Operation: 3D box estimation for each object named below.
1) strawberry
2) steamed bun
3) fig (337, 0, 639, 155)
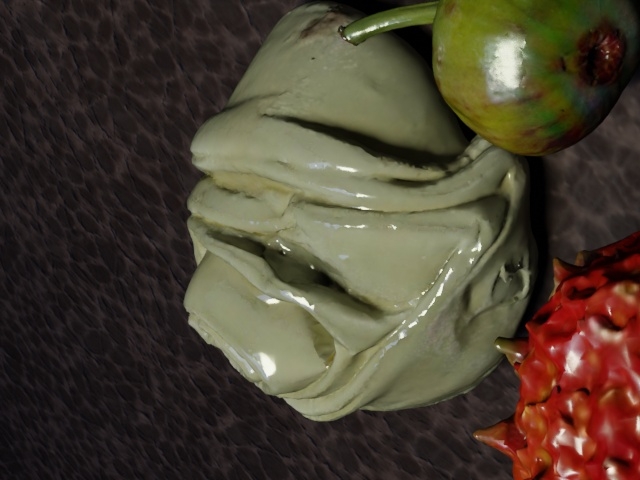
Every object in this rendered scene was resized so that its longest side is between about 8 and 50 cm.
[{"bbox_3d":[0.279,0.116,0.798,0.343,0.292,0.292,-1,119,56],"label":"strawberry"},{"bbox_3d":[0.007,0.007,1.099,0.310,0.219,0.324,42,145,18],"label":"steamed bun"},{"bbox_3d":[0.106,-0.143,0.925,0.245,0.149,0.149,22,136,53],"label":"fig"}]
